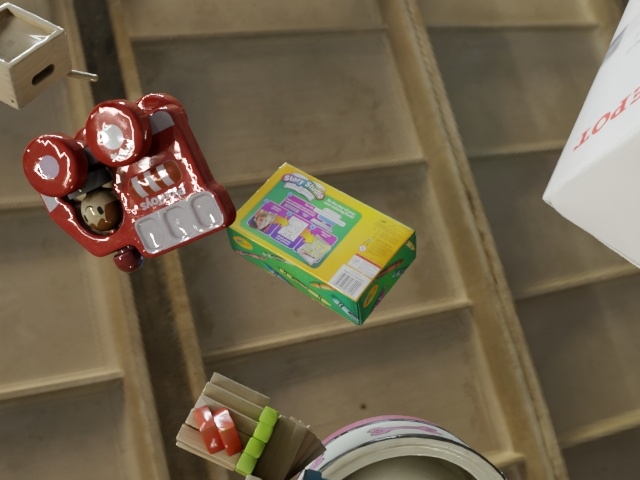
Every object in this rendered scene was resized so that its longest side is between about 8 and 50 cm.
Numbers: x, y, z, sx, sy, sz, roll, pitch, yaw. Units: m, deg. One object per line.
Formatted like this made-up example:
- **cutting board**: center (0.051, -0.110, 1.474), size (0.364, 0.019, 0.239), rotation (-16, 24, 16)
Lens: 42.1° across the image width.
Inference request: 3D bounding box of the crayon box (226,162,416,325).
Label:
- **crayon box**: center (0.000, 0.000, 1.383), size (0.278, 0.081, 0.165), rotation (29, -118, 25)

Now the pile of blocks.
- **pile of blocks**: center (-0.034, 0.310, 1.026), size (0.149, 0.113, 0.362), rotation (-38, -100, -16)

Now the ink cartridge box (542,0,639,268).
- **ink cartridge box**: center (0.255, -0.129, 0.429), size (0.117, 0.207, 0.283), rotation (33, -119, -5)

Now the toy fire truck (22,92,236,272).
- **toy fire truck**: center (-0.311, -0.083, 1.336), size (0.254, 0.302, 0.169), rotation (65, -160, -6)

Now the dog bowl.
- **dog bowl**: center (0.123, 0.479, 1.408), size (0.408, 0.408, 0.150), rotation (43, -173, -16)

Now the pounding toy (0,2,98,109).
- **pounding toy**: center (-0.415, -0.255, 1.178), size (0.130, 0.100, 0.141), rotation (28, -128, 16)
